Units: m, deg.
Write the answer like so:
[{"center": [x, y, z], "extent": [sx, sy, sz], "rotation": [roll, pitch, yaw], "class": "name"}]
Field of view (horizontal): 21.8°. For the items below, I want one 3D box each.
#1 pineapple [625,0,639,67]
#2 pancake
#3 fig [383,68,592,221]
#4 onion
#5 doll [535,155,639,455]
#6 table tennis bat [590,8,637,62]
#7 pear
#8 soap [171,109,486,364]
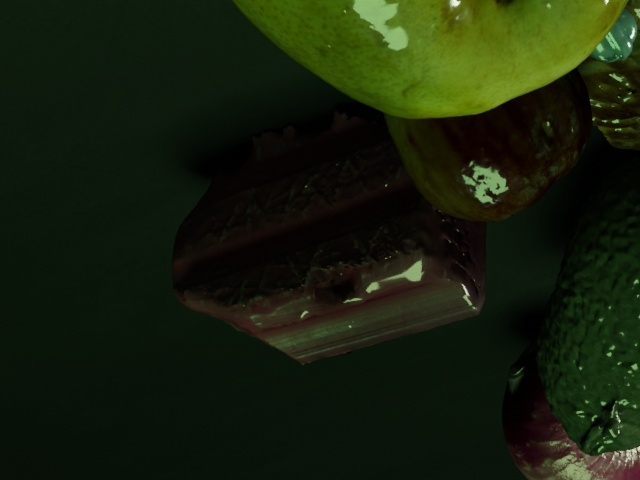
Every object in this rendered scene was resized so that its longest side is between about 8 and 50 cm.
[{"center": [0.372, -0.226, 1.170], "extent": [0.340, 0.169, 0.169], "rotation": [-12, 148, 25], "class": "pineapple"}, {"center": [0.322, -0.148, 1.430], "extent": [0.212, 0.056, 0.257], "rotation": [25, 153, -22], "class": "pancake"}, {"center": [0.100, -0.144, 1.388], "extent": [0.274, 0.170, 0.145], "rotation": [46, 169, -15], "class": "fig"}, {"center": [0.298, 0.196, 1.920], "extent": [0.200, 0.200, 0.207], "rotation": [14, 110, -19], "class": "onion"}, {"center": [0.337, 0.058, 1.633], "extent": [0.247, 0.247, 0.349], "rotation": [12, 131, -15], "class": "doll"}, {"center": [0.165, -0.182, 1.240], "extent": [0.040, 0.244, 0.153], "rotation": [-40, 119, -1], "class": "table tennis bat"}, {"center": [0.055, -0.240, 1.048], "extent": [0.304, 0.304, 0.304], "rotation": [3, 152, 2], "class": "pear"}, {"center": [0.000, 0.000, 1.574], "extent": [0.325, 0.220, 0.127], "rotation": [-16, 142, 31], "class": "soap"}]
